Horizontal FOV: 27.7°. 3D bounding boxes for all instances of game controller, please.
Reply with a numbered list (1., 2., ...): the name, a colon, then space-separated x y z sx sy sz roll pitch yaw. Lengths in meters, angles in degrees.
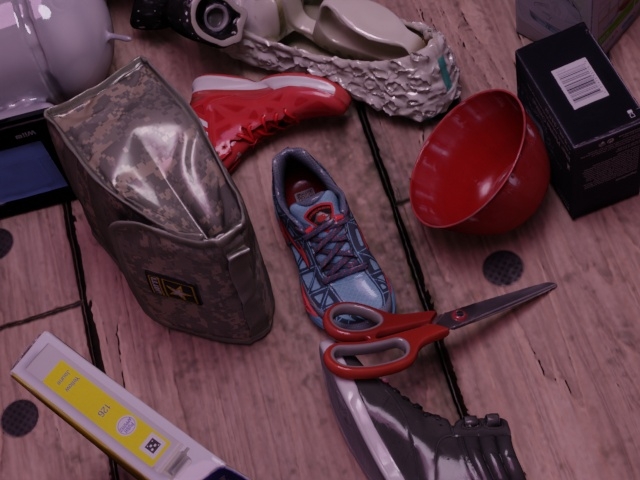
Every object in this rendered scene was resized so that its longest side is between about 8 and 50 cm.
1. game controller: -0.415 -0.085 1.624 0.319 0.166 0.067 -15 65 3

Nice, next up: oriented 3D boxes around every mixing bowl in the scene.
1. mixing bowl: 0.201 -0.075 1.516 0.181 0.098 0.181 -37 37 34

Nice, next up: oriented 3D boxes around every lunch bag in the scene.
1. lunch bag: -0.169 -0.024 1.501 0.169 0.235 0.287 -34 59 -15

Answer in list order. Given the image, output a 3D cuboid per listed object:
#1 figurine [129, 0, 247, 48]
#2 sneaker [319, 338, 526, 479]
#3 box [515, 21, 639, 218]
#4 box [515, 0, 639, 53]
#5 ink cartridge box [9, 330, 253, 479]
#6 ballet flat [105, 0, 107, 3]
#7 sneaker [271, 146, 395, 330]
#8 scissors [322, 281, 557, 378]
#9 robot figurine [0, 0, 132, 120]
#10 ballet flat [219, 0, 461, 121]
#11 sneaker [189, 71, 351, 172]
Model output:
1. figurine: -0.167 -0.366 1.697 0.209 0.092 0.215 19 91 52
2. sneaker: 0.115 0.207 1.400 0.146 0.105 0.296 -26 59 -13
3. box: 0.301 -0.137 1.515 0.093 0.158 0.156 -23 59 -2
4. box: 0.362 -0.386 1.602 0.126 0.231 0.262 33 73 25
5. ink cartridge box: -0.132 0.242 1.305 0.307 0.304 0.072 34 75 27
6. ballet flat: -0.280 -0.395 1.821 0.342 0.116 0.124 -15 77 -2
7. sneaker: 0.000 0.000 1.518 0.104 0.125 0.262 -27 59 -4
8. scissors: 0.141 0.099 1.439 0.297 0.021 0.109 -5 41 -14
9. robot figurine: -0.423 -0.253 1.702 0.353 0.200 0.300 -17 67 2
10. ballet flat: 0.000 -0.282 1.674 0.408 0.147 0.147 23 68 23
11. sneaker: -0.072 -0.140 1.649 0.221 0.087 0.128 2 70 26
